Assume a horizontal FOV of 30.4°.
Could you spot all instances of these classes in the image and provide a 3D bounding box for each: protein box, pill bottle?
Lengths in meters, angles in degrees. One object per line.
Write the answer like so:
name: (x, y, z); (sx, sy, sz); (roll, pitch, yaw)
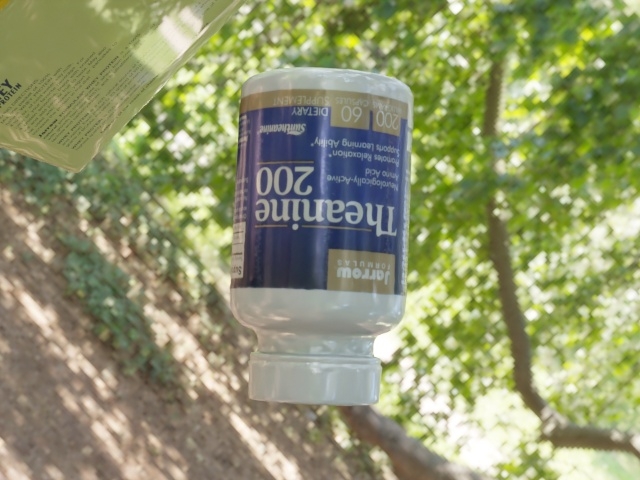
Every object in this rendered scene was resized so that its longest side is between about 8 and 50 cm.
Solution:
protein box: (-0.191, -0.178, 0.814); (0.136, 0.200, 0.201); (50, 11, 19)
pill bottle: (0.000, 0.000, 0.443); (0.067, 0.120, 0.067); (2, -4, 0)
